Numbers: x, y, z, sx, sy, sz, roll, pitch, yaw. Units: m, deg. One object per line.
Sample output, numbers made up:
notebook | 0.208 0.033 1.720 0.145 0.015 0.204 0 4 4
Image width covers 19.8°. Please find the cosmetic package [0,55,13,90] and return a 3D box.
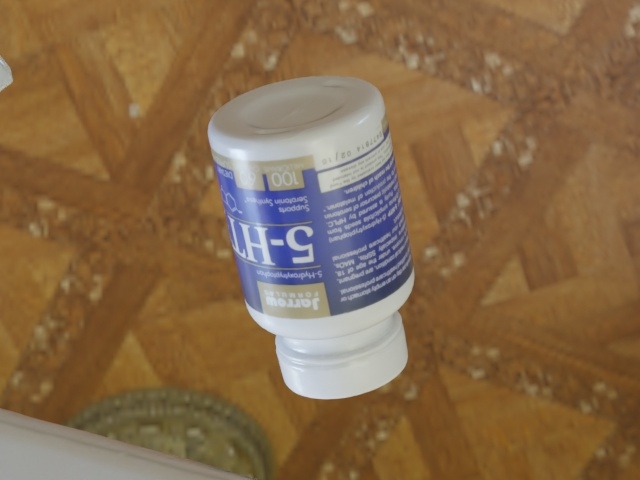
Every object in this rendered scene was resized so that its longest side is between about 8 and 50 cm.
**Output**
cosmetic package | -0.337 -0.077 1.080 0.224 0.224 0.138 -43 109 -21

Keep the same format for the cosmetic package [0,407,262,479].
cosmetic package | -0.137 0.265 0.635 0.393 0.327 0.329 7 146 43

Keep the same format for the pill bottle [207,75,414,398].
pill bottle | 0.000 0.000 1.160 0.112 0.112 0.187 -11 114 1
